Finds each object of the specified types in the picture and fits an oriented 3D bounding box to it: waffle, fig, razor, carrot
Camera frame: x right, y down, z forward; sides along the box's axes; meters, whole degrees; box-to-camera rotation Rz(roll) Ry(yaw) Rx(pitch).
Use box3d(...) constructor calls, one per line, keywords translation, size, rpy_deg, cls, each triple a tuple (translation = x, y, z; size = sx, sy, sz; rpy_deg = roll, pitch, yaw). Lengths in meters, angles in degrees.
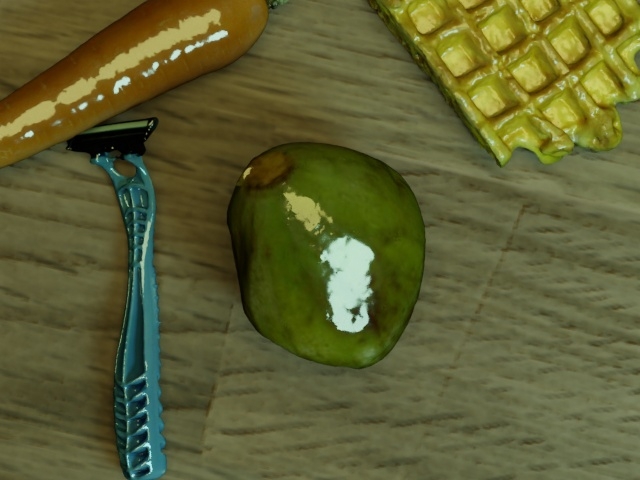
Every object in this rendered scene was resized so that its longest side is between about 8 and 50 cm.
box3d(translation=(0.151, -0.153, 1.361), size=(0.160, 0.055, 0.211), rpy_deg=(-37, 89, -6), cls="waffle")
box3d(translation=(0.000, 0.000, 1.288), size=(0.144, 0.166, 0.154), rpy_deg=(11, 51, 29), cls="fig")
box3d(translation=(-0.131, 0.042, 1.329), size=(0.082, 0.042, 0.253), rpy_deg=(-7, 85, 37), cls="razor")
box3d(translation=(-0.162, -0.107, 1.318), size=(0.336, 0.069, 0.069), rpy_deg=(-30, 88, -10), cls="carrot")
